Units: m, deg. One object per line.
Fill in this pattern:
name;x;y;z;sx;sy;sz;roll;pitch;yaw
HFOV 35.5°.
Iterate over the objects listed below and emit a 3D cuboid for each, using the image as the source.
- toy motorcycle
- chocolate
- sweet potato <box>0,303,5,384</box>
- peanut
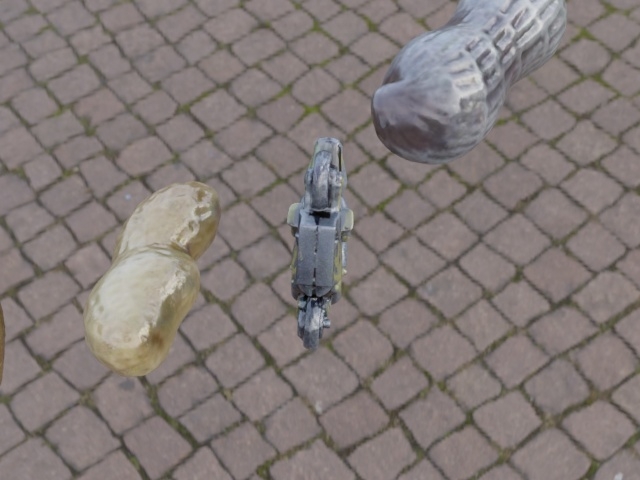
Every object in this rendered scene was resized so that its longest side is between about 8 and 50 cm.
toy motorcycle;0.000;0.000;0.945;0.061;0.194;0.124;4;17;3
chocolate;0.090;-0.106;0.599;0.072;0.072;0.167;29;57;23
sweet potato;-0.209;-0.039;0.420;0.067;0.274;0.067;-22;26;11
peanut;-0.159;0.030;0.963;0.104;0.086;0.228;-10;46;27
